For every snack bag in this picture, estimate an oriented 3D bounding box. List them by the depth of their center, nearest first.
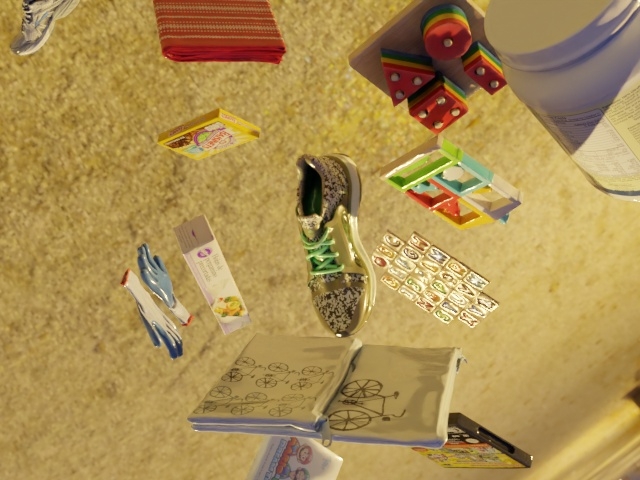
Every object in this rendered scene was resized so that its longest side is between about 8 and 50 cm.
[{"bbox_3d":[0.026,0.201,1.144,0.323,0.342,0.037,-44,134,-71],"label":"snack bag"}]

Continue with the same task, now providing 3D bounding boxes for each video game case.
[{"bbox_3d":[-0.045,0.352,1.143,0.143,0.019,0.157,40,61,-30],"label":"video game case"},{"bbox_3d":[0.303,0.465,1.865,0.248,0.035,0.275,34,149,-26],"label":"video game case"}]

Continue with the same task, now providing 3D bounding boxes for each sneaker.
[{"bbox_3d":[-0.405,-0.325,1.150,0.135,0.052,0.058,-46,141,11],"label":"sneaker"},{"bbox_3d":[0.000,0.000,1.684,0.158,0.411,0.182,-15,165,27],"label":"sneaker"}]

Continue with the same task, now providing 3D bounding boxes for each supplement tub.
[{"bbox_3d":[0.384,-0.223,1.055,0.235,0.235,0.325,-43,126,13],"label":"supplement tub"}]

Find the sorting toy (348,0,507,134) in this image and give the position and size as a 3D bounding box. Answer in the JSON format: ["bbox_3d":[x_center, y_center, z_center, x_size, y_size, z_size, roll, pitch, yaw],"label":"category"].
[{"bbox_3d":[0.234,-0.347,1.612,0.255,0.089,0.257,30,130,-34],"label":"sorting toy"}]

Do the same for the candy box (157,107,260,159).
[{"bbox_3d":[-0.225,-0.209,1.611,0.105,0.027,0.205,19,159,-41],"label":"candy box"}]

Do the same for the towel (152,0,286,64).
[{"bbox_3d":[-0.177,-0.378,1.339,0.198,0.275,0.031,-3,135,-16],"label":"towel"}]

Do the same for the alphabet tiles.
[{"bbox_3d":[0.292,0.106,2.124,0.011,0.342,0.285,-54,176,-31],"label":"alphabet tiles"}]

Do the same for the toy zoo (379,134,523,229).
[{"bbox_3d":[0.298,-0.108,1.744,0.293,0.030,0.192,31,148,-24],"label":"toy zoo"}]

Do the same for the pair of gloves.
[{"bbox_3d":[-0.252,0.094,1.266,0.023,0.159,0.198,-28,-161,9],"label":"pair of gloves"}]

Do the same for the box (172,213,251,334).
[{"bbox_3d":[-0.198,0.074,1.527,0.063,0.067,0.324,-24,146,-7],"label":"box"}]
